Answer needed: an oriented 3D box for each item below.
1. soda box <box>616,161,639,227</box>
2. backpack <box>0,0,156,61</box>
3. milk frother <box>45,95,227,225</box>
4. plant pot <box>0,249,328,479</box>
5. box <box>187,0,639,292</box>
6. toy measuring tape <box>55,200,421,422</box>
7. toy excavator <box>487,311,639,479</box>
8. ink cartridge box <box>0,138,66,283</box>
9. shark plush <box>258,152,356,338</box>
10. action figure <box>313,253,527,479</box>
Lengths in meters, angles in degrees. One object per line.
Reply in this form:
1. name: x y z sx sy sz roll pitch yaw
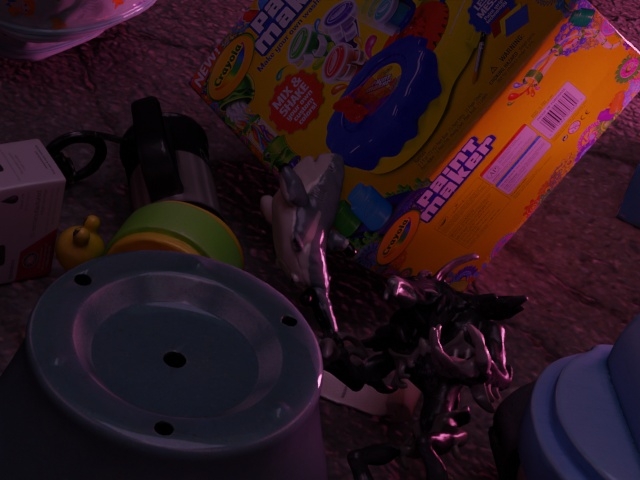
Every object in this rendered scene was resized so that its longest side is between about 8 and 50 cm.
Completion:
1. soda box: 0.415 -0.021 1.574 0.210 0.071 0.067 26 38 13
2. backpack: -0.288 -0.297 1.575 0.253 0.191 0.225 28 40 28
3. milk frother: -0.170 -0.043 1.386 0.143 0.129 0.135 -30 40 11
4. plant pot: -0.111 0.158 0.998 0.271 0.255 0.272 10 37 -8
5. box: 0.087 -0.148 1.403 0.279 0.290 0.177 47 12 35
6. toy measuring tape: -0.065 0.047 1.276 0.330 0.121 0.121 21 37 6
7. toy excavator: 0.377 0.100 1.091 0.432 0.445 0.222 6 38 -12
8. ink cartridge box: -0.296 -0.015 1.274 0.150 0.109 0.063 -12 47 -32
9. shark plush: 0.000 0.000 1.263 0.067 0.073 0.161 -1 56 -20
10. action figure: 0.069 0.110 1.162 0.164 0.141 0.276 -15 51 29
